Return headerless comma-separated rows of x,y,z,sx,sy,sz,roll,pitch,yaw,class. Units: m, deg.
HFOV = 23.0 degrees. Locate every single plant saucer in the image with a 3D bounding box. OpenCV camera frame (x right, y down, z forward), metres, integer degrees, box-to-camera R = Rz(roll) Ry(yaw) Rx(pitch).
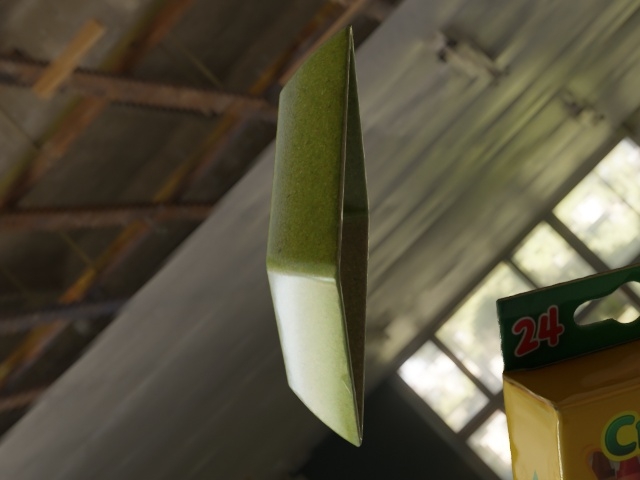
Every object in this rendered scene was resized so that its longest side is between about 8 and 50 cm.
0.000,0.000,0.949,0.188,0.045,0.188,81,-171,-53,plant saucer

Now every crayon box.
0.232,0.173,1.046,0.202,0.318,0.081,-15,17,-18,crayon box
